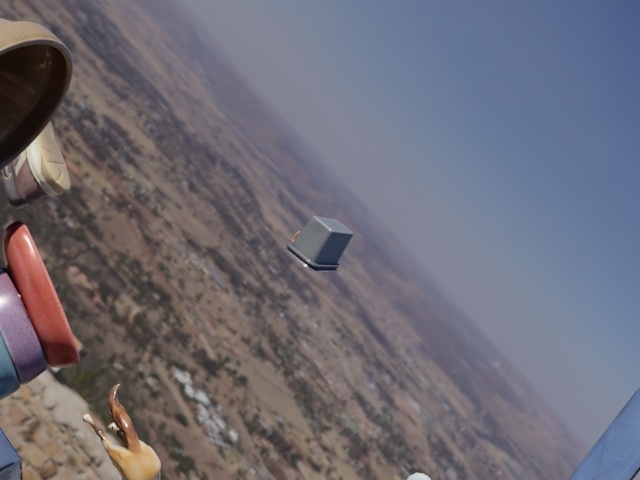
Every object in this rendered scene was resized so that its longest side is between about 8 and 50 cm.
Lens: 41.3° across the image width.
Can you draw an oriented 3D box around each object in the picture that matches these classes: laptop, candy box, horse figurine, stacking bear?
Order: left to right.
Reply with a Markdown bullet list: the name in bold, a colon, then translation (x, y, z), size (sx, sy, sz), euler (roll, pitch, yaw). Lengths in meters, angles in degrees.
- **stacking bear**: translation (-0.433, 0.122, 0.935), size (0.164, 0.289, 0.175), euler (60, -23, 16)
- **candy box**: translation (-0.653, 0.436, 1.666), size (0.165, 0.070, 0.196), euler (43, -41, 27)
- **horse figurine**: translation (-0.284, 0.355, 1.306), size (0.174, 0.066, 0.263), euler (23, -48, 44)
- **laptop**: translation (0.286, 0.313, 1.229), size (0.382, 0.408, 0.236), euler (49, 45, -76)

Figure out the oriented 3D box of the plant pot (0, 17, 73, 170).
- **plant pot**: translation (-0.385, -0.154, 0.888), size (0.110, 0.237, 0.237), euler (43, 4, 4)

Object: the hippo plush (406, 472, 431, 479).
- **hippo plush**: translation (0.097, 0.379, 0.823), size (0.294, 0.234, 0.237), euler (48, -10, -37)

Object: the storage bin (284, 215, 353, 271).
- **storage bin**: translation (0.000, 0.000, 1.730), size (0.098, 0.091, 0.135), euler (39, 14, 24)

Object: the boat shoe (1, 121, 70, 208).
- **boat shoe**: translation (-0.452, -0.156, 1.275), size (0.285, 0.092, 0.102), euler (59, -5, 38)
